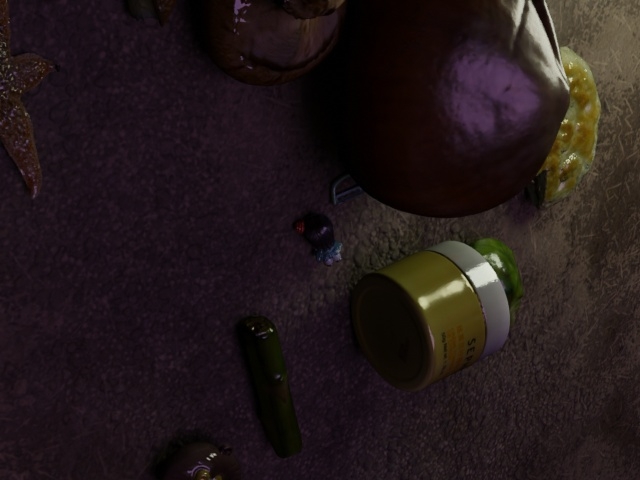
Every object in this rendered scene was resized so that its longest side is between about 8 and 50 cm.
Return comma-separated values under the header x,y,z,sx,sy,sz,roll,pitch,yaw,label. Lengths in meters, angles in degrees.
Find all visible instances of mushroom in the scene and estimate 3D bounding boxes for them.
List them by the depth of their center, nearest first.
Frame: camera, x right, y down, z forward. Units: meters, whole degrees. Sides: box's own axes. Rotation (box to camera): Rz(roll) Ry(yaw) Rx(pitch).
x,y,z,sx,sy,sz,roll,pitch,yaw,label
-0.045,-0.337,1.531,0.267,0.254,0.267,-32,152,-19,mushroom

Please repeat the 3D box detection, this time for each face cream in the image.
x,y,z,sx,sy,sz,roll,pitch,yaw,label
0.186,0.130,1.900,0.179,0.218,0.218,-21,121,-32,face cream

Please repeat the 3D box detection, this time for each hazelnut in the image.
x,y,z,sx,sy,sz,roll,pitch,yaw,label
0.197,-0.237,1.681,0.359,0.359,0.409,-14,121,-36,hazelnut

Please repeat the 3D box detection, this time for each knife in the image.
x,y,z,sx,sy,sz,roll,pitch,yaw,label
0.099,-0.119,1.861,0.212,0.015,0.054,-24,114,-31,knife

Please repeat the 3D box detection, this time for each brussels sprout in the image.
x,y,z,sx,sy,sz,roll,pitch,yaw,label
0.298,0.088,2.038,0.161,0.144,0.181,-54,132,-59,brussels sprout

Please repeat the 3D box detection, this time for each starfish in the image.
x,y,z,sx,sy,sz,roll,pitch,yaw,label
-0.426,-0.171,1.368,0.231,0.048,0.295,-30,128,-40,starfish

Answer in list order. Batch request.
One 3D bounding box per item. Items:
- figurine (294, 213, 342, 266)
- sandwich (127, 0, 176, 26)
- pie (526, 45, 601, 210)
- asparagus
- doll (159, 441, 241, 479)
x,y,z,sx,sy,sz,roll,pitch,yaw,label
0.000,0.000,1.809,0.060,0.047,0.106,-15,135,11,figurine
-0.224,-0.410,1.406,0.096,0.094,0.258,-29,126,-23,sandwich
0.406,-0.211,2.042,0.337,0.075,0.337,-17,118,-35,pie
-0.079,0.245,1.830,0.060,0.067,0.278,-54,144,-47,asparagus
-0.200,0.405,1.778,0.145,0.096,0.188,4,115,-34,doll
